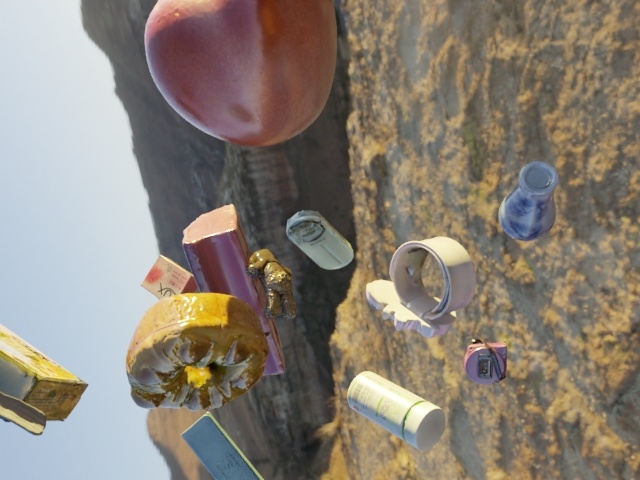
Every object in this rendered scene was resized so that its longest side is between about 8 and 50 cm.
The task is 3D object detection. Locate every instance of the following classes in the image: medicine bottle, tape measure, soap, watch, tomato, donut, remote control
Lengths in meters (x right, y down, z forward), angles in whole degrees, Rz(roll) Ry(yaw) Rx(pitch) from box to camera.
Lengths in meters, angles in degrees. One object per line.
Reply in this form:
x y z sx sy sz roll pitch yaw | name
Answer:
0.141 0.322 1.309 0.183 0.086 0.086 21 128 47 | medicine bottle
0.454 0.333 1.890 0.074 0.118 0.125 -1 -91 -82 | tape measure
-0.196 0.119 1.554 0.233 0.128 0.359 -117 9 -71 | soap
0.247 0.101 1.719 0.244 0.196 0.231 37 126 40 | watch
-0.111 -0.302 1.091 0.321 0.322 0.321 167 90 -81 | tomato
-0.190 0.175 1.055 0.226 0.227 0.113 86 169 -47 | donut
0.000 0.000 1.772 0.247 0.104 0.052 45 -155 -47 | remote control

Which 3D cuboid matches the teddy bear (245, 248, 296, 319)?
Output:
-0.096 0.082 1.432 0.078 0.119 0.160 -43 59 32 | teddy bear

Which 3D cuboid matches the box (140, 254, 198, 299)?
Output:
-0.427 0.122 1.956 0.156 0.111 0.060 27 174 32 | box

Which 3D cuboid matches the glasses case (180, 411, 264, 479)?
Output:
-0.236 0.565 1.710 0.266 0.105 0.056 48 -164 8 | glasses case

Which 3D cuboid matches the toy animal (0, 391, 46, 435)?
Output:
-0.638 0.213 1.146 0.081 0.367 0.205 -78 7 -48 | toy animal

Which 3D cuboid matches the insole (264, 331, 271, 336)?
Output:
-0.158 0.218 1.395 0.002 0.135 0.045 64 -168 20 | insole

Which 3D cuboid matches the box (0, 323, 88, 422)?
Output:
-0.869 0.339 1.854 0.373 0.138 0.420 31 168 7 | box

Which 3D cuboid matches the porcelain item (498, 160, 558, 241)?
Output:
0.514 -0.089 1.680 0.259 0.141 0.141 77 176 -61 | porcelain item
